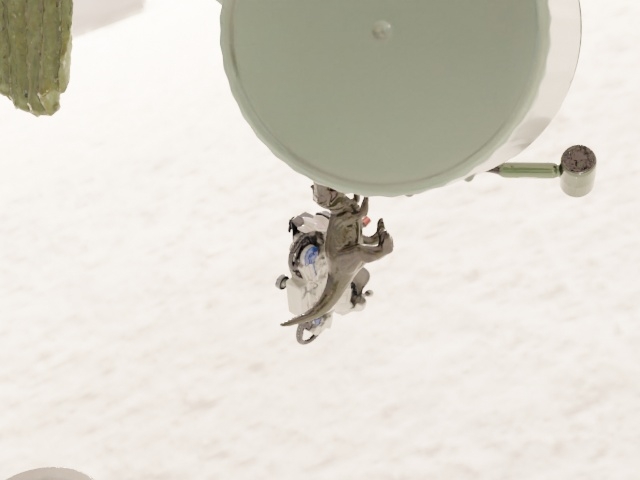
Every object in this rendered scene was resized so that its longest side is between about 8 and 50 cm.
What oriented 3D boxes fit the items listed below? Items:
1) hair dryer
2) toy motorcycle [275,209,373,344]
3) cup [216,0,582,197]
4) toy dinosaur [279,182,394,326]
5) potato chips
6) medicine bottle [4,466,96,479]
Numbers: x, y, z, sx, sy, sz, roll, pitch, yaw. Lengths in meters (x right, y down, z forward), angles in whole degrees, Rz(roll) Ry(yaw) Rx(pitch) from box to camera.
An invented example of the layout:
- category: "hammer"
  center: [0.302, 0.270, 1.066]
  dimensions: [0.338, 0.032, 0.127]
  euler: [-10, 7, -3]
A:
- category: "hair dryer"
  center: [0.270, -0.090, 1.723]
  dimensions: [0.150, 0.071, 0.047]
  euler: [3, 68, 10]
- category: "toy motorcycle"
  center: [0.008, 0.046, 2.025]
  dimensions: [0.102, 0.221, 0.150]
  euler: [30, 52, 33]
- category: "cup"
  center: [0.035, -0.189, 1.240]
  dimensions: [0.400, 0.310, 0.392]
  euler: [0, 8, 10]
- category: "toy dinosaur"
  center: [0.000, 0.000, 1.808]
  dimensions: [0.178, 0.187, 0.087]
  euler: [-21, 15, 0]
- category: "potato chips"
  center: [-0.386, -0.360, 1.636]
  dimensions: [0.070, 0.429, 0.358]
  euler: [-16, 18, -38]
- category: "medicine bottle"
  center: [-0.209, 0.309, 1.082]
  dimensions: [0.095, 0.260, 0.095]
  euler: [1, 25, 0]
